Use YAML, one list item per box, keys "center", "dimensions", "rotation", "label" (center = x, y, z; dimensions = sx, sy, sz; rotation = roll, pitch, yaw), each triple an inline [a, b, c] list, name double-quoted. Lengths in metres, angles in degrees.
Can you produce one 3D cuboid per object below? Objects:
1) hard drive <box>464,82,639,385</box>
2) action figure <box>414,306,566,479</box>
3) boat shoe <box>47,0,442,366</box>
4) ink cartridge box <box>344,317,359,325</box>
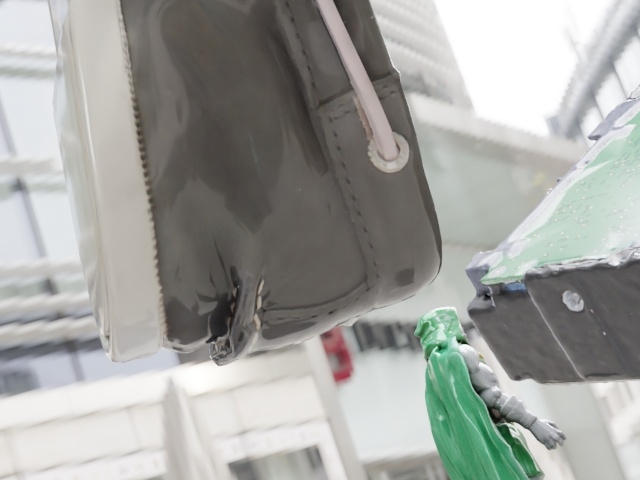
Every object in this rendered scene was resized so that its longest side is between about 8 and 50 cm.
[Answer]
- center: [0.236, -0.043, 0.594]
  dimensions: [0.339, 0.064, 0.237]
  rotation: [-10, 28, 52]
  label: "hard drive"
- center: [0.120, 0.145, 1.052]
  dimensions: [0.063, 0.232, 0.137]
  rotation: [-18, -23, -17]
  label: "action figure"
- center: [-0.042, -0.130, 0.464]
  dimensions: [0.095, 0.335, 0.112]
  rotation: [-8, -10, -15]
  label: "boat shoe"
- center: [0.000, 0.000, 1.476]
  dimensions: [0.099, 0.135, 0.056]
  rotation: [14, -14, -5]
  label: "ink cartridge box"
